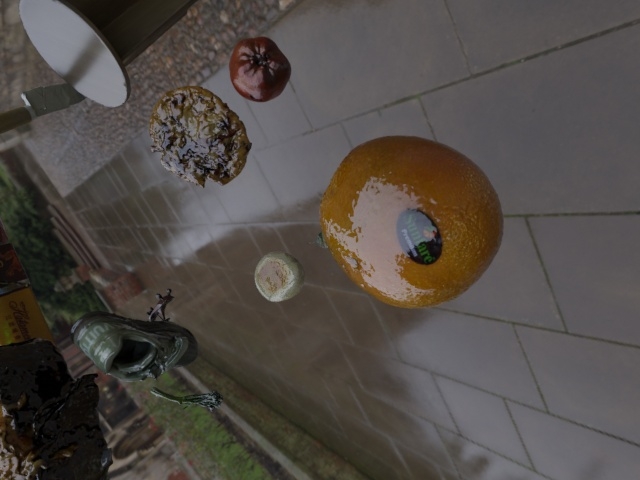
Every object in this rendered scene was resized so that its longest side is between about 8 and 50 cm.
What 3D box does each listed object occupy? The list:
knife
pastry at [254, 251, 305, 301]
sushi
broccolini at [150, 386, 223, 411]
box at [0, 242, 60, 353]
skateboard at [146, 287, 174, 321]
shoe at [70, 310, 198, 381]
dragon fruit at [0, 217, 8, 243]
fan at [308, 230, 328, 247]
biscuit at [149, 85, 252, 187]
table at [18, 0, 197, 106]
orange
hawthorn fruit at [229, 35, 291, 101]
[{"bbox_3d":[-0.441,-0.207,0.755,0.017,0.298,0.047,-20,111,24],"label":"knife"},{"bbox_3d":[-0.123,0.109,1.493,0.156,0.156,0.092,40,-173,27],"label":"pastry"},{"bbox_3d":[-0.518,0.333,0.869,0.349,0.234,0.207,55,-161,15],"label":"sushi"},{"bbox_3d":[-0.454,0.541,1.708,0.271,0.123,0.062,27,-150,-35],"label":"broccolini"},{"bbox_3d":[-0.749,0.241,1.198,0.264,0.115,0.416,-36,79,47],"label":"box"},{"bbox_3d":[-0.583,0.256,1.819,0.080,0.067,0.151,42,118,10],"label":"skateboard"},{"bbox_3d":[-0.336,0.232,0.975,0.149,0.109,0.293,34,-178,40],"label":"shoe"},{"bbox_3d":[-1.038,-0.013,1.352,0.277,0.277,0.342,44,176,19],"label":"dragon fruit"},{"bbox_3d":[0.008,0.004,1.634,0.060,0.080,0.003,47,172,12],"label":"fan"},{"bbox_3d":[-0.387,-0.320,1.552,0.334,0.289,0.081,35,-169,-4],"label":"biscuit"},{"bbox_3d":[-0.271,-0.328,0.700,0.167,0.227,0.167,25,151,15],"label":"table"},{"bbox_3d":[0.097,-0.021,0.552,0.206,0.206,0.206,40,152,27],"label":"orange"},{"bbox_3d":[-0.186,-0.489,1.442,0.185,0.185,0.202,57,164,-8],"label":"hawthorn fruit"}]
